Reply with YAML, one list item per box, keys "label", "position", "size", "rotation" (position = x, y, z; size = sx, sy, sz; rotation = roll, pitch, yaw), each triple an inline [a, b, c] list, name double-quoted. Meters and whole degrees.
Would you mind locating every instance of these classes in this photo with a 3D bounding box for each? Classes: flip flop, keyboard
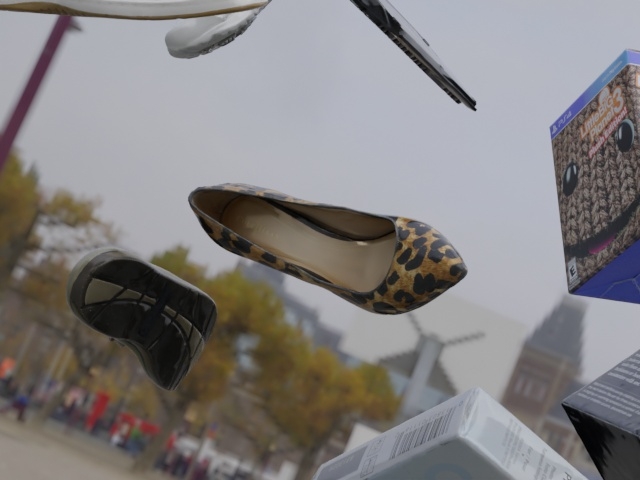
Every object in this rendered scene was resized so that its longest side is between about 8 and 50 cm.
- label: "flip flop"
  position: [-0.195, 0.075, 1.622]
  size: [0.080, 0.112, 0.277]
  rotation: [27, -8, 31]
- label: "keyboard"
  position: [0.072, -0.247, 1.701]
  size: [0.201, 0.033, 0.317]
  rotation: [54, 9, 22]

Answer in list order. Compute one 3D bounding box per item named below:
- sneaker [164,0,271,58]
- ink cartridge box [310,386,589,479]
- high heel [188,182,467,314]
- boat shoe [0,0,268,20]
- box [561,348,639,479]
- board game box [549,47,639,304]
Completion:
- label: "sneaker"
  position: [-0.100, -0.299, 1.722]
  size: [0.115, 0.232, 0.090]
  rotation: [49, -17, -6]
- label: "ink cartridge box"
  position: [0.211, 0.369, 1.863]
  size: [0.385, 0.091, 0.308]
  rotation: [42, -45, -13]
- label: "high heel"
  position: [0.000, 0.000, 1.421]
  size: [0.186, 0.093, 0.261]
  rotation: [22, -9, -34]
- label: "boat shoe"
  position: [-0.177, -0.231, 1.257]
  size: [0.277, 0.096, 0.098]
  rotation: [5, 10, 14]
- label: "box"
  position: [0.446, 0.212, 1.480]
  size: [0.296, 0.294, 0.183]
  rotation: [61, -11, -12]
- label: "board game box"
  position: [0.461, -0.088, 2.223]
  size: [0.141, 0.291, 0.232]
  rotation: [9, -30, -20]
